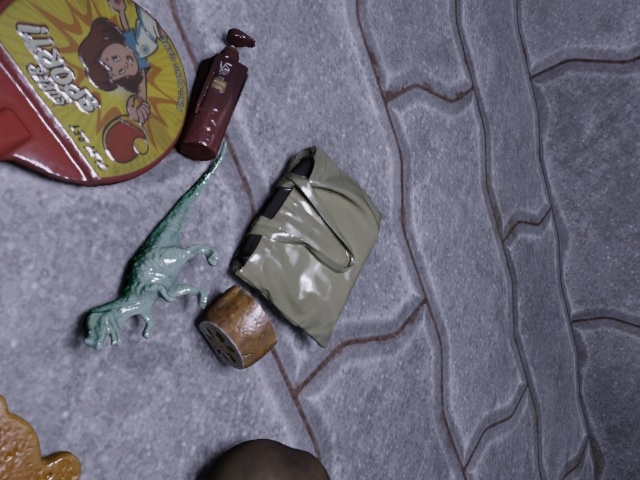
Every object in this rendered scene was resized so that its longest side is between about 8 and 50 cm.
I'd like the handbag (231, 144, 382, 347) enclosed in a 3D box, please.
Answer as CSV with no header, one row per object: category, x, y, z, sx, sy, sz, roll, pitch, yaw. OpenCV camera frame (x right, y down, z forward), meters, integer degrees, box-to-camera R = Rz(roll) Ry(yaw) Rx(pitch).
handbag,-0.004,0.001,0.962,0.253,0.109,0.315,44,62,-31

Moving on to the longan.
longan,-0.082,0.402,0.786,0.213,0.198,0.197,17,74,-47

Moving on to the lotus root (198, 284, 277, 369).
lotus root,-0.126,0.136,0.812,0.081,0.113,0.122,-42,118,-33

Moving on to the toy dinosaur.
toy dinosaur,-0.193,0.020,0.777,0.129,0.076,0.382,39,49,-15

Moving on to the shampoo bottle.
shampoo bottle,-0.162,-0.241,0.840,0.068,0.067,0.236,29,63,-39

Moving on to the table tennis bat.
table tennis bat,-0.332,-0.179,0.668,0.414,0.051,0.268,-51,122,-40

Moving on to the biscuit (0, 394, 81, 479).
biscuit,-0.370,0.295,0.589,0.184,0.035,0.248,-42,116,-42
